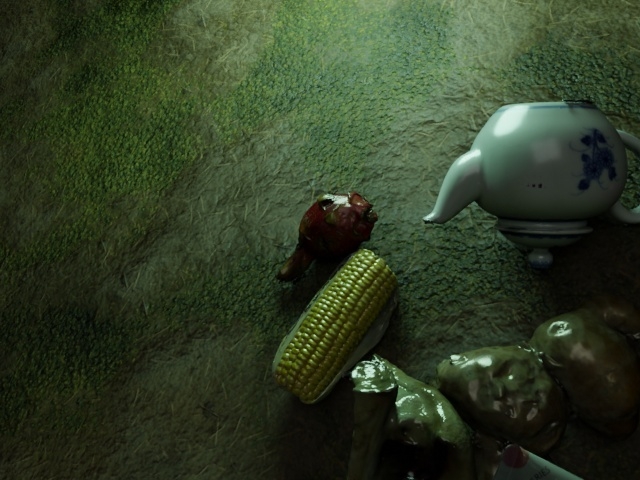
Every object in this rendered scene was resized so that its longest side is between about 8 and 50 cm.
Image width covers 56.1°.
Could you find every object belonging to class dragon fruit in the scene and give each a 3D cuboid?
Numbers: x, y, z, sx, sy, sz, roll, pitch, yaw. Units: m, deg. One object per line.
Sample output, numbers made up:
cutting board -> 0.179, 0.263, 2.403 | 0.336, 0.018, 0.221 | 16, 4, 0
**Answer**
dragon fruit -> 0.000, 0.000, 1.164 | 0.246, 0.125, 0.125 | -48, 28, 15

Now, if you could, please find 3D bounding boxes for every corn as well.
corn -> 0.031, 0.148, 1.080 | 0.305, 0.122, 0.123 | -52, 34, -13

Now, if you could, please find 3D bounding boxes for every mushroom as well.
mushroom -> 0.124, 0.304, 0.899 | 0.211, 0.217, 0.292 | -5, 100, 14

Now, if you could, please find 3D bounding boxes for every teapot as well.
teapot -> 0.377, -0.087, 1.013 | 0.423, 0.252, 0.280 | -2, 97, -6

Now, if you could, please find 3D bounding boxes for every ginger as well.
ginger -> 0.341, 0.228, 0.902 | 0.375, 0.176, 0.256 | -36, 76, -3

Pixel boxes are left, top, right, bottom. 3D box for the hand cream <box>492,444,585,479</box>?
hand cream -> 0.383, 0.390, 0.793 | 0.340, 0.078, 0.124 | 22, 90, 1
